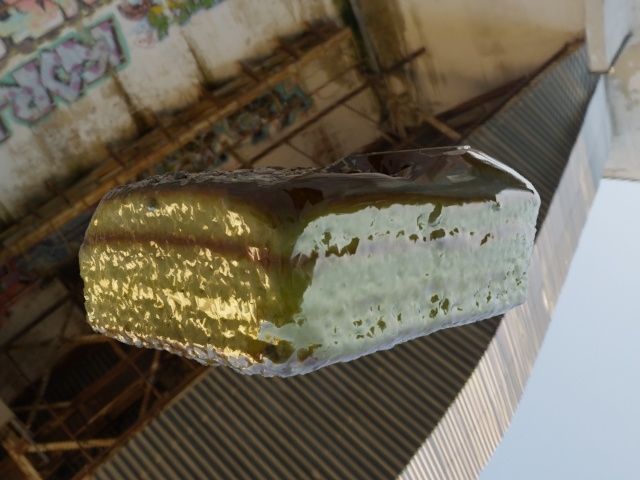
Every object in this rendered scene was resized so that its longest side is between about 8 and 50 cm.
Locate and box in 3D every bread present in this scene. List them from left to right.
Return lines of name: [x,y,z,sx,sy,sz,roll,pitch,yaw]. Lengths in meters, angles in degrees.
bread: [0.000,0.000,0.462,0.184,0.111,0.234,5,-170,42]
